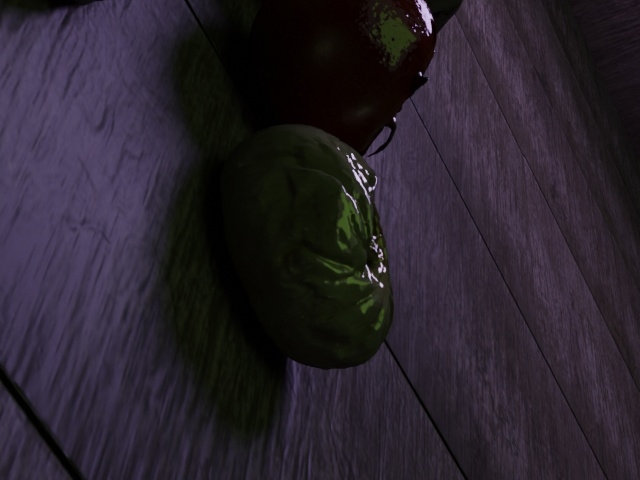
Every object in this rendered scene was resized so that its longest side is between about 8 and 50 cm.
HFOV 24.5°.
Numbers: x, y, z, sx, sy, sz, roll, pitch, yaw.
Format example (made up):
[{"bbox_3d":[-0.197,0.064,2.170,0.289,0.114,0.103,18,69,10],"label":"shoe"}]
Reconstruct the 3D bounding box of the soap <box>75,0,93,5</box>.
[{"bbox_3d":[-0.133,-0.348,1.006,0.335,0.156,0.293,66,15,-11],"label":"soap"}]

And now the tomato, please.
[{"bbox_3d":[0.012,-0.152,1.231,0.167,0.167,0.167,55,22,-37],"label":"tomato"}]

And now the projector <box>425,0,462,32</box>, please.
[{"bbox_3d":[0.040,-0.308,1.456,0.257,0.079,0.259,138,-65,-75],"label":"projector"}]

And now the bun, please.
[{"bbox_3d":[0.000,0.000,1.078,0.164,0.111,0.188,54,20,-47],"label":"bun"}]
